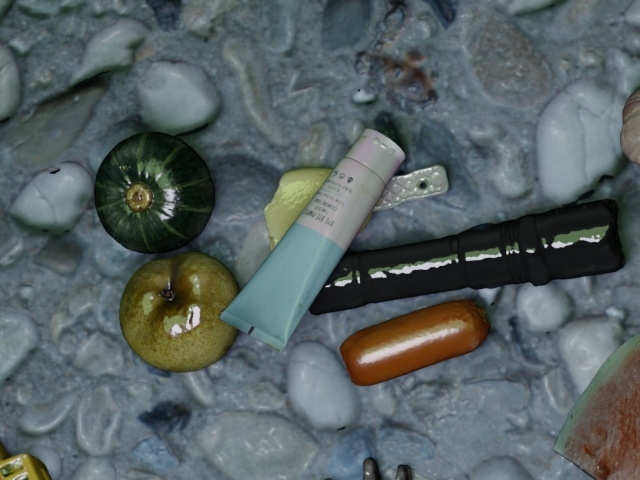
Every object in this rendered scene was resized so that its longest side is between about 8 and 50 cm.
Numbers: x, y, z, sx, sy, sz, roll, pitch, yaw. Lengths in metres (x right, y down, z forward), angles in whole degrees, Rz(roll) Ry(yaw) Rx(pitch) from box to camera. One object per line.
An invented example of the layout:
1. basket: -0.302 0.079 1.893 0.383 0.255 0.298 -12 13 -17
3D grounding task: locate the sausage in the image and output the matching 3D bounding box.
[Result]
1. sausage: 0.121 0.129 1.855 0.197 0.076 0.076 -20 72 8

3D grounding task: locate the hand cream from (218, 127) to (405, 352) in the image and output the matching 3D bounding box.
1. hand cream: 0.000 0.000 1.857 0.111 0.070 0.312 28 76 34

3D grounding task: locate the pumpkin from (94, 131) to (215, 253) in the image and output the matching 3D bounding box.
1. pumpkin: -0.225 -0.065 1.969 0.167 0.125 0.167 4 98 27

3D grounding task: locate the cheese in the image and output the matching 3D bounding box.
1. cheese: 0.046 -0.055 1.936 0.255 0.050 0.127 -15 71 9

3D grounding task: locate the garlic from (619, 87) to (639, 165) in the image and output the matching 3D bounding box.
1. garlic: 0.449 -0.139 1.821 0.147 0.102 0.159 32 65 9

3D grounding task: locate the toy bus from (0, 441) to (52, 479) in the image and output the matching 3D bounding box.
1. toy bus: -0.385 0.391 1.898 0.123 0.121 0.335 -27 71 -3

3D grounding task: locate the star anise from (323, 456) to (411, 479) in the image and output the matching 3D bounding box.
1. star anise: 0.077 0.371 1.786 0.257 0.110 0.198 33 83 24

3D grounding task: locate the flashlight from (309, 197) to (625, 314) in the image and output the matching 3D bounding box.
1. flashlight: 0.175 0.025 1.859 0.424 0.103 0.103 -9 74 14

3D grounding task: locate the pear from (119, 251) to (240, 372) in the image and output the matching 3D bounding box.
1. pear: -0.186 0.094 1.911 0.167 0.136 0.167 -5 70 13

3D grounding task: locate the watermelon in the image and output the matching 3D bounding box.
1. watermelon: 0.395 0.242 1.680 0.261 0.201 0.213 30 99 27
